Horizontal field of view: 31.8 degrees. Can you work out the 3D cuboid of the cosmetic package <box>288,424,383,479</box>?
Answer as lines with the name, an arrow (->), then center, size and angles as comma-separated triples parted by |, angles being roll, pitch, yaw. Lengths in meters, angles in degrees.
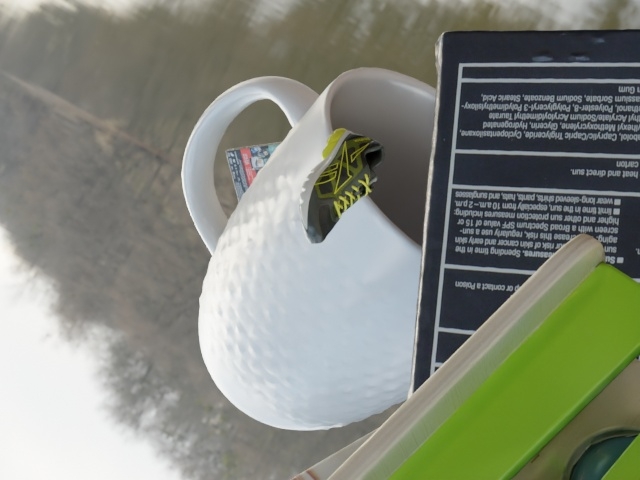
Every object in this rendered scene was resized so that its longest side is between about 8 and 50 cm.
cosmetic package -> 0.093, 0.294, 1.225 | 0.129, 0.296, 0.153 | 37, 142, 44

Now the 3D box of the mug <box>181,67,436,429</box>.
mug -> 0.000, 0.000, 1.152 | 0.374, 0.328, 0.276 | 51, -144, 13

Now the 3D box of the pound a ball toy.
pound a ball toy -> 0.085, 0.180, 0.439 | 0.208, 0.319, 0.135 | 36, 162, 35

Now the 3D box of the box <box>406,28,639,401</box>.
box -> 0.235, 0.011, 0.820 | 0.296, 0.293, 0.183 | 5, 175, 24

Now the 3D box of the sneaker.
sneaker -> 0.013, -0.033, 0.661 | 0.035, 0.083, 0.031 | 9, 148, 20

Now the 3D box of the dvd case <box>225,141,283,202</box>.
dvd case -> -0.064, -0.089, 1.517 | 0.120, 0.087, 0.013 | -6, -161, 26
